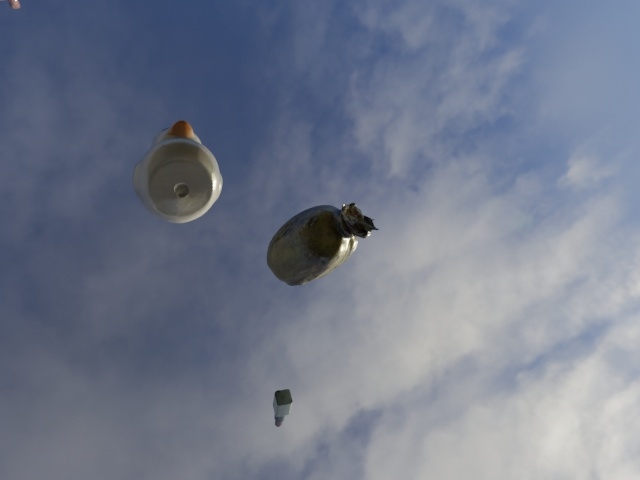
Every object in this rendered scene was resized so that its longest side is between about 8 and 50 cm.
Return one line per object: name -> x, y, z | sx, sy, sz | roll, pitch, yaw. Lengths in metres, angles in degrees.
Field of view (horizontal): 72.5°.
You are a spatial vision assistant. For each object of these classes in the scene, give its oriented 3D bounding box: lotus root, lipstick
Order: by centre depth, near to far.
lipstick -> -0.065, 0.279, 0.712 | 0.025, 0.107, 0.025 | -6, -133, -17
lotus root -> -0.001, -0.002, 0.913 | 0.154, 0.278, 0.153 | 28, -135, -33

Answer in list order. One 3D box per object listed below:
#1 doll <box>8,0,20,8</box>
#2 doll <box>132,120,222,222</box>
doll -> -0.447, -0.433, 0.561 | 0.093, 0.262, 0.211 | -23, -111, -22
doll -> -0.365, -0.177, 1.111 | 0.221, 0.221, 0.250 | 1, -63, -25
